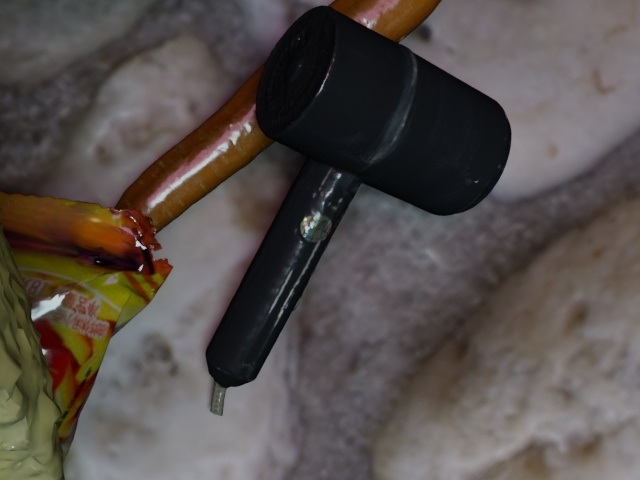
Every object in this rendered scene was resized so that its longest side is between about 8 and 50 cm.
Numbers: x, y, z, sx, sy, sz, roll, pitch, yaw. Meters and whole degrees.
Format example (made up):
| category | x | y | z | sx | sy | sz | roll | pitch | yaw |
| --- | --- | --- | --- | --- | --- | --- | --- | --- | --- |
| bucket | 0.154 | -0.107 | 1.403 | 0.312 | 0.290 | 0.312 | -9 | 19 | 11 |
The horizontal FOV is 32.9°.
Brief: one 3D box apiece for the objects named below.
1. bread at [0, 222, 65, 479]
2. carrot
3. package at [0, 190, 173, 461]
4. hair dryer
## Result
| category | x | y | z | sx | sy | sz | roll | pitch | yaw |
| --- | --- | --- | --- | --- | --- | --- | --- | --- | --- |
| bread | -0.230 | -0.067 | 0.386 | 0.165 | 0.236 | 0.375 | -26 | 58 | -9 |
| carrot | -0.023 | -0.079 | 0.593 | 0.248 | 0.043 | 0.043 | -41 | 88 | -7 |
| package | -0.204 | 0.085 | 0.520 | 0.223 | 0.108 | 0.288 | 23 | 89 | 12 |
| hair dryer | 0.000 | 0.000 | 0.569 | 0.124 | 0.071 | 0.219 | 26 | 97 | -29 |
